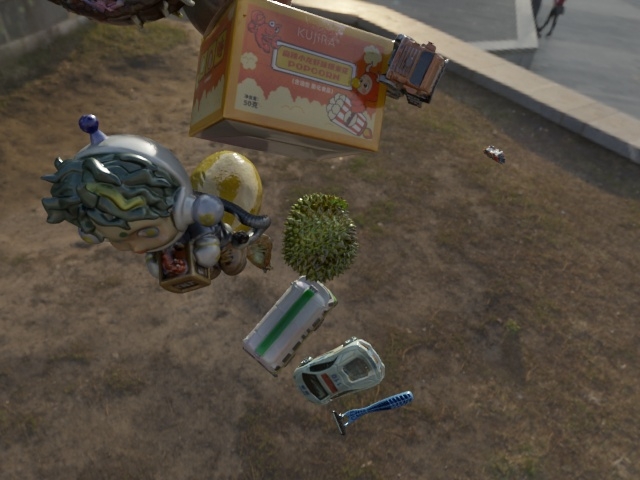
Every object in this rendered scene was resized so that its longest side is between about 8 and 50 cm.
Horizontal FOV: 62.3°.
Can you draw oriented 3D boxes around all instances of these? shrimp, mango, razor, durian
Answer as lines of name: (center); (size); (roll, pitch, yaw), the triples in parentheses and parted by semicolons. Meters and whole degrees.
shrimp: (-0.170, 0.040, 1.497); (0.091, 0.184, 0.043); (-23, 52, -3)
mango: (-0.247, -0.107, 1.383); (0.195, 0.142, 0.332); (-8, 51, -5)
razor: (0.162, 0.512, 1.612); (0.253, 0.082, 0.042); (-25, -1, 14)
durian: (0.000, 0.003, 1.357); (0.199, 0.237, 0.177); (4, 41, -4)

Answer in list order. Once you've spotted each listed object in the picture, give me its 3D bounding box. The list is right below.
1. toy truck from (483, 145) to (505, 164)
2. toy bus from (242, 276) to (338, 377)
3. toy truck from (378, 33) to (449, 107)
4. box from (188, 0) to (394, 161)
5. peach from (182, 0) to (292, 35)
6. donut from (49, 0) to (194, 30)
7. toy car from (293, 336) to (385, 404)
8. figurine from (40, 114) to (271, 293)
toy truck: (0.442, -0.217, 1.344); (0.024, 0.032, 0.083); (-28, 25, -1)
toy bus: (-0.090, 0.241, 1.575); (0.143, 0.179, 0.305); (39, 78, 11)
toy truck: (0.161, -0.284, 0.912); (0.092, 0.083, 0.192); (25, 10, 7)
box: (-0.062, -0.275, 0.956); (0.283, 0.214, 0.259); (6, -1, -26)
peach: (-0.198, -0.560, 1.199); (0.252, 0.253, 0.253); (5, 38, -4)
donut: (-0.226, -0.374, 0.621); (0.269, 0.270, 0.103); (20, 1, 16)
toy car: (0.029, 0.252, 0.990); (0.095, 0.204, 0.056); (57, 31, -4)
figurine: (-0.262, -0.030, 0.857); (0.260, 0.382, 0.186); (-22, 57, 13)
